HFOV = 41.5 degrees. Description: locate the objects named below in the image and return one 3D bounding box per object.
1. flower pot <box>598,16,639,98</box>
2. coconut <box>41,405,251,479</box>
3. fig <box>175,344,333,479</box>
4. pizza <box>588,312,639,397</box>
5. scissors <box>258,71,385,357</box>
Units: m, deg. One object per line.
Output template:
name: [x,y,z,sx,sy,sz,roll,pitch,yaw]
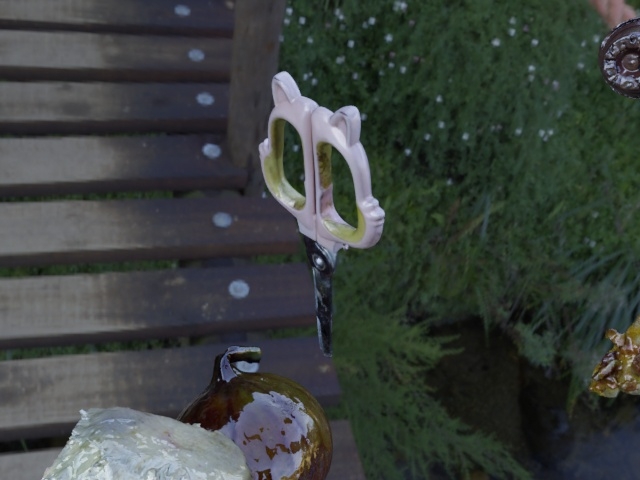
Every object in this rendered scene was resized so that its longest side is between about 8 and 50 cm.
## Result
flower pot: [0.406,-0.230,1.088,0.111,0.111,0.089,31,30,17]
coconut: [-0.141,0.233,0.652,0.194,0.194,0.194,9,40,-8]
fig: [-0.103,0.269,1.091,0.214,0.235,0.235,55,37,-19]
pizza: [0.397,0.138,0.994,0.154,0.194,0.069,32,34,-24]
scissors: [0.000,0.000,0.794,0.024,0.317,0.160,-32,47,-31]
